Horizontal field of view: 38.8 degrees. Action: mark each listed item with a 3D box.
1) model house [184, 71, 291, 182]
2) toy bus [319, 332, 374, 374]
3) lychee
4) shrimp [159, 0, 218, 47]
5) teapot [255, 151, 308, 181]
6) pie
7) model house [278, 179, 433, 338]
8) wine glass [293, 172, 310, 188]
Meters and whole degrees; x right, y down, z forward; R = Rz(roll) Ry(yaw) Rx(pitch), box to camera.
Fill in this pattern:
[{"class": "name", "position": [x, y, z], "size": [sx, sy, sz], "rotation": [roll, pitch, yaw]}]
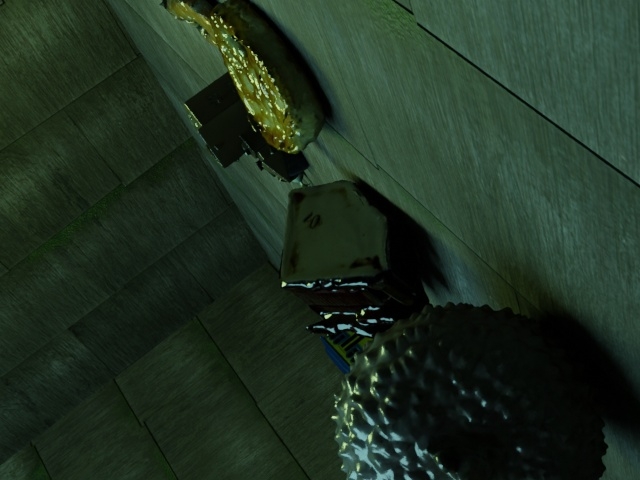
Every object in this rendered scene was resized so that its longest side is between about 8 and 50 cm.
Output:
[{"class": "model house", "position": [-0.137, -0.208, 1.868], "size": [0.248, 0.180, 0.176], "rotation": [53, 173, 11]}, {"class": "toy bus", "position": [0.135, 0.355, 2.852], "size": [0.138, 0.175, 0.287], "rotation": [56, 172, -28]}, {"class": "lychee", "position": [0.210, 0.263, 1.292], "size": [0.380, 0.380, 0.432], "rotation": [52, -167, 3]}, {"class": "shrimp", "position": [-0.257, -0.461, 1.897], "size": [0.164, 0.062, 0.317], "rotation": [54, 170, -33]}, {"class": "teapot", "position": [-0.103, -0.195, 2.050], "size": [0.087, 0.096, 0.177], "rotation": [44, 169, 47]}, {"class": "pie", "position": [-0.098, -0.294, 1.622], "size": [0.315, 0.092, 0.315], "rotation": [54, 169, 15]}, {"class": "model house", "position": [0.099, 0.054, 1.735], "size": [0.317, 0.297, 0.282], "rotation": [-8, 139, 38]}, {"class": "wine glass", "position": [-0.059, -0.160, 2.187], "size": [0.083, 0.042, 0.039], "rotation": [55, 135, 3]}]
